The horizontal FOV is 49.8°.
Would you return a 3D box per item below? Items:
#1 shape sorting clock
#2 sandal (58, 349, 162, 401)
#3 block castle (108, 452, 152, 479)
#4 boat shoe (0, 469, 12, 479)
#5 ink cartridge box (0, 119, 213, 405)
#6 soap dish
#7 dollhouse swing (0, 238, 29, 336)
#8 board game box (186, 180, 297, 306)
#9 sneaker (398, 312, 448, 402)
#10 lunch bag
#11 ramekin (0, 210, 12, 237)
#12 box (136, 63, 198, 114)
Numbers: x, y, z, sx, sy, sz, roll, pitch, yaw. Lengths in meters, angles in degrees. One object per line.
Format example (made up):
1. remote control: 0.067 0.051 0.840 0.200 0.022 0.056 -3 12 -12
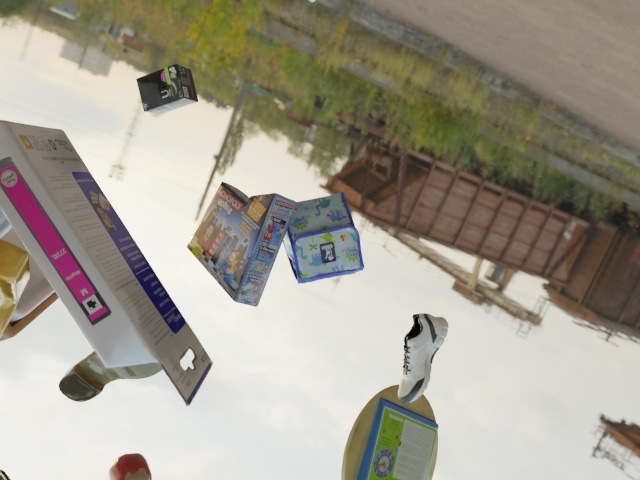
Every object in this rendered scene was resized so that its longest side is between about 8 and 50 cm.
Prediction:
1. shape sorting clock: 0.099 0.304 0.959 0.040 0.206 0.206 -2 170 43
2. sandal: -0.324 0.182 1.114 0.088 0.240 0.079 50 -152 -23
3. block castle: -0.379 0.700 1.505 0.212 0.303 0.453 31 159 52
4. boat shoe: -0.562 0.510 1.244 0.095 0.258 0.095 -16 -149 -25
5. ink cartridge box: -0.262 0.031 0.827 0.371 0.069 0.176 56 -177 -5
6. soap dish: -0.627 0.061 1.345 0.229 0.118 0.291 48 -166 -10
7. dollhouse swing: -0.401 0.105 0.457 0.314 0.347 0.305 19 160 5
8. board game box: -0.134 -0.017 1.233 0.060 0.194 0.194 21 -165 -46
9. sneaker: 0.109 0.135 0.802 0.043 0.109 0.040 24 172 -24
10. lunch bag: 0.000 0.000 1.260 0.128 0.151 0.096 -11 157 -11
11. ramekin: -0.532 -0.088 0.966 0.207 0.207 0.109 14 -146 -43
12. box: -0.263 -0.258 1.186 0.083 0.062 0.052 -14 178 20
